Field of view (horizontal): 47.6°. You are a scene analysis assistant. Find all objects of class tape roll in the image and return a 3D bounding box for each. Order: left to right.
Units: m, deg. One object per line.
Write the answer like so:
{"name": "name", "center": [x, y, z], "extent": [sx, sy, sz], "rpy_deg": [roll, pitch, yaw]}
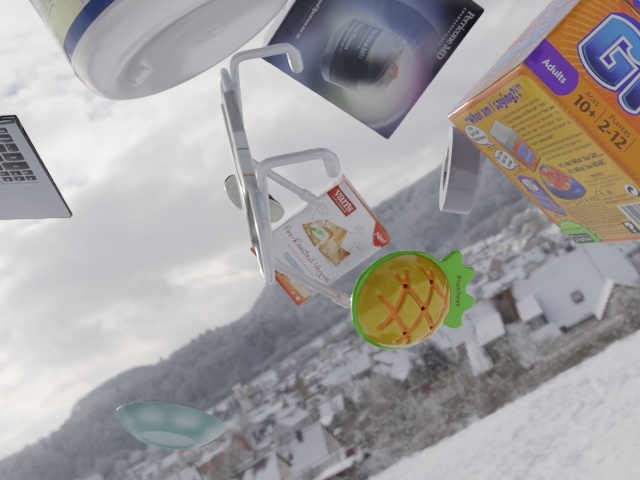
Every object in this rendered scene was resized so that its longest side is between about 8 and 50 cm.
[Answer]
{"name": "tape roll", "center": [0.348, -0.176, 1.818], "extent": [0.072, 0.219, 0.219], "rpy_deg": [6, -7, 5]}

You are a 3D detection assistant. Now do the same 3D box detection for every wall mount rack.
{"name": "wall mount rack", "center": [-0.044, -0.069, 0.953], "extent": [0.131, 0.350, 0.304], "rpy_deg": [-11, -39, -7]}

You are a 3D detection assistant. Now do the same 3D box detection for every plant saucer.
{"name": "plant saucer", "center": [-0.267, 0.334, 1.275], "extent": [0.195, 0.037, 0.195], "rpy_deg": [5, -31, 3]}

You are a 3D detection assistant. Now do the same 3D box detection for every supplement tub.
{"name": "supplement tub", "center": [-0.197, -0.324, 0.681], "extent": [0.236, 0.324, 0.235], "rpy_deg": [-32, 1, 1]}

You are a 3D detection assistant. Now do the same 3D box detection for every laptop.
{"name": "laptop", "center": [-0.713, -0.090, 1.249], "extent": [0.382, 0.236, 0.407], "rpy_deg": [-1, -40, 9]}

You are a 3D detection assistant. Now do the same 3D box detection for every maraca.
{"name": "maraca", "center": [0.120, 0.072, 0.918], "extent": [0.186, 0.127, 0.099], "rpy_deg": [-8, 16, -26]}

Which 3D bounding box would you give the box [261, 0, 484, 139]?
{"name": "box", "center": [0.090, -0.402, 1.353], "extent": [0.296, 0.294, 0.182], "rpy_deg": [-54, 18, 22]}

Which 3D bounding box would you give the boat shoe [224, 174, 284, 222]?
{"name": "boat shoe", "center": [-0.104, -0.068, 1.099], "extent": [0.125, 0.038, 0.046], "rpy_deg": [29, -77, -45]}

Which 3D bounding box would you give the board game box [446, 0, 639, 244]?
{"name": "board game box", "center": [0.501, -0.244, 1.211], "extent": [0.356, 0.356, 0.356], "rpy_deg": [-47, 4, -7]}

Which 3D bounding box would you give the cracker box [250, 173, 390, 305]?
{"name": "cracker box", "center": [0.000, 0.000, 1.428], "extent": [0.232, 0.155, 0.067], "rpy_deg": [-36, 14, 12]}
